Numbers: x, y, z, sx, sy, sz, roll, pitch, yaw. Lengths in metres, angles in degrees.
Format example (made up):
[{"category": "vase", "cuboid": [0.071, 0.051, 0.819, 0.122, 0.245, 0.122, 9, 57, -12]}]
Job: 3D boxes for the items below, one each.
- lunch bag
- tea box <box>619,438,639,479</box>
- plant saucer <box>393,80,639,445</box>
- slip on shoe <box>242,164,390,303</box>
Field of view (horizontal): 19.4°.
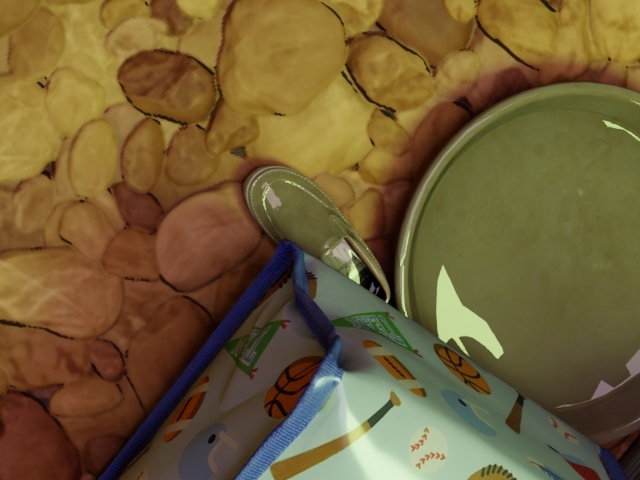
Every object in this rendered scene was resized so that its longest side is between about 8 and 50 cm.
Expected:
[{"category": "lunch bag", "cuboid": [-0.003, 0.260, 1.276, 0.328, 0.239, 0.385, 35, 105, -20]}, {"category": "tea box", "cuboid": [0.365, 0.329, 1.345, 0.323, 0.329, 0.220, 43, 85, -20]}, {"category": "plant saucer", "cuboid": [0.181, 0.019, 1.389, 0.277, 0.041, 0.278, -3, 100, -16]}, {"category": "slip on shoe", "cuboid": [0.000, 0.000, 1.327, 0.051, 0.041, 0.135, -42, 108, -7]}]
